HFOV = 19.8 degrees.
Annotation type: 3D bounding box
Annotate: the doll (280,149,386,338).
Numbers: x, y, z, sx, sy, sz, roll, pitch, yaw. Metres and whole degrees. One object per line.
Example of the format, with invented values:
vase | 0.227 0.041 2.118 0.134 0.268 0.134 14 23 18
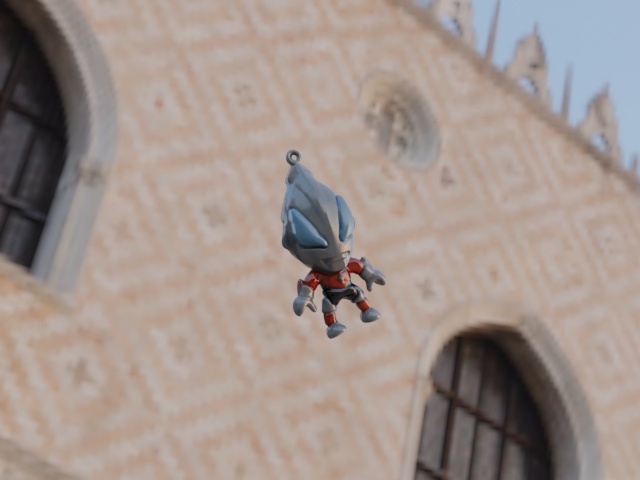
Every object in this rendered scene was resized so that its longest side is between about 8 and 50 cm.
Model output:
doll | 0.000 0.000 1.092 0.057 0.114 0.039 -20 0 3
